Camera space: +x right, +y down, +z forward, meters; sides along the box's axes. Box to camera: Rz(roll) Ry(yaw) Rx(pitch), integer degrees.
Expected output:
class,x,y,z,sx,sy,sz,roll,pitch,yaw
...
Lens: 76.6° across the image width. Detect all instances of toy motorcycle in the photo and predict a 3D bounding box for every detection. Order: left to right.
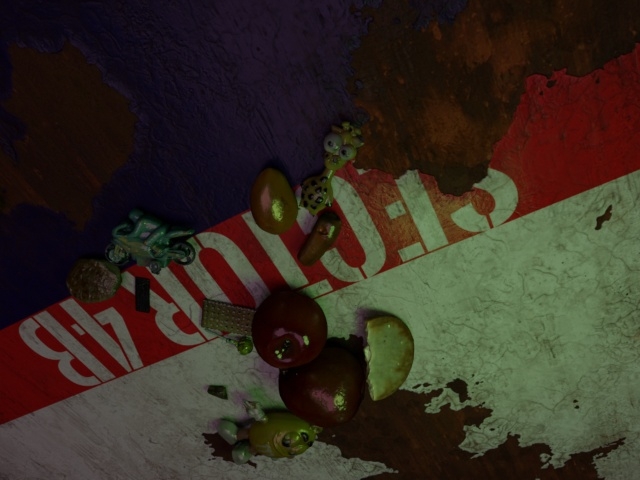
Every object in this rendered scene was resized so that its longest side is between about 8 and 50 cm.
class,x,y,z,sx,sy,sz,roll,pitch,yaw
toy motorcycle,-0.544,-0.003,1.294,0.297,0.109,0.198,5,109,2

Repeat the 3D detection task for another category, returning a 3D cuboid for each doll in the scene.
class,x,y,z,sx,sy,sz,roll,pitch,yaw
doll,-0.232,0.804,1.691,0.348,0.161,0.423,33,121,-9
doll,0.024,-0.198,1.159,0.117,0.086,0.291,34,117,7

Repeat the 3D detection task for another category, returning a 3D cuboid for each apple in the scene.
class,x,y,z,sx,sy,sz,roll,pitch,yaw
apple,-0.106,0.299,1.367,0.261,0.216,0.260,2,115,3

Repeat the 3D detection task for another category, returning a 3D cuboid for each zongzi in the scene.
class,x,y,z,sx,sy,sz,roll,pitch,yaw
zongzi,-0.422,0.632,1.673,0.076,0.040,0.083,5,137,7

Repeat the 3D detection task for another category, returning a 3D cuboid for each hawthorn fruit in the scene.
class,x,y,z,sx,sy,sz,roll,pitch,yaw
hawthorn fruit,0.009,0.530,1.462,0.312,0.295,0.294,-6,118,2

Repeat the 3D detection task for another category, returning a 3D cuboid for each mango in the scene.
class,x,y,z,sx,sy,sz,roll,pitch,yaw
mango,-0.138,-0.113,1.205,0.141,0.102,0.217,-4,121,-2

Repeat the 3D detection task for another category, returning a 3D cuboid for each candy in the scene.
class,x,y,z,sx,sy,sz,roll,pitch,yaw
candy,-0.342,0.369,1.510,0.194,0.058,0.062,26,77,-9

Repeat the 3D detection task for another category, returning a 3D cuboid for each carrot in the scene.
class,x,y,z,sx,sy,sz,roll,pitch,yaw
carrot,0.000,0.000,1.273,0.087,0.087,0.193,23,119,-10

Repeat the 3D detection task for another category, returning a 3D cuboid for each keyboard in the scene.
class,x,y,z,sx,sy,sz,roll,pitch,yaw
keyboard,-0.638,0.197,1.452,0.053,0.010,0.154,11,119,-2

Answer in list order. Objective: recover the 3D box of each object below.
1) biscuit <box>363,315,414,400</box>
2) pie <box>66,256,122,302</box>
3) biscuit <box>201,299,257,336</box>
class,x,y,z,sx,sy,sz,roll,pitch,yaw
biscuit,0.247,0.404,1.452,0.205,0.040,0.308,-10,102,-24
pie,-0.771,0.131,1.385,0.194,0.079,0.163,-9,110,7
biscuit,-0.318,0.287,1.482,0.232,0.016,0.138,11,119,-3
